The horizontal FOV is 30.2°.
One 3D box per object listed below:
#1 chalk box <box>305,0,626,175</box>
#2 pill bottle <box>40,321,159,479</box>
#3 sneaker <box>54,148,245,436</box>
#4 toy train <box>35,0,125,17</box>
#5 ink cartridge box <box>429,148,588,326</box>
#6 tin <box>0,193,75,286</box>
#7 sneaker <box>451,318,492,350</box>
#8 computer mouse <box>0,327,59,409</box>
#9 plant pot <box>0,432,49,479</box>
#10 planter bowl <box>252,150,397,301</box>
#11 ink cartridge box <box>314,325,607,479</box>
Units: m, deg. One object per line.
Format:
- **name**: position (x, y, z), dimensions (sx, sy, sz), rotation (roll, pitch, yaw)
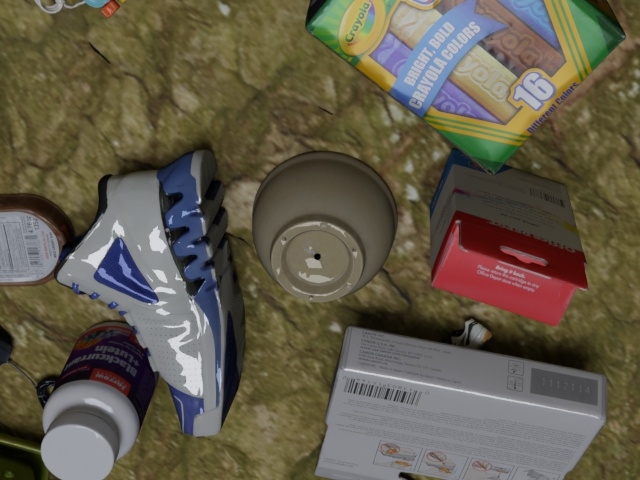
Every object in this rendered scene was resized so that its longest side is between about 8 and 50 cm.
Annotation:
- **chalk box**: position (0.106, -0.237, 1.096), dimensions (0.289, 0.180, 0.179), rotation (37, 114, -14)
- **pill bottle**: position (-0.249, 0.183, 1.334), dimensions (0.108, 0.193, 0.108), rotation (2, 117, 4)
- **sneaker**: position (-0.190, 0.053, 1.313), dimensions (0.182, 0.127, 0.315), rotation (-2, 110, 10)
- **toy train**: position (-0.230, -0.306, 1.169), dimensions (0.125, 0.046, 0.166), rotation (9, 114, 2)
- **ink cartridge box**: position (0.183, 0.003, 1.181), dimensions (0.134, 0.231, 0.078), rotation (18, 117, -4)
- **tin**: position (-0.375, 0.001, 1.343), dimensions (0.190, 0.040, 0.106), rotation (-2, 112, 6)
- **sneaker**: position (0.163, 0.122, 1.361), dimensions (0.037, 0.032, 0.083), rotation (45, 125, 15)
- **computer mouse**: position (-0.375, 0.157, 1.419), dimensions (0.242, 0.041, 0.071), rotation (42, 112, -16)
- **plant pot**: position (-0.452, 0.346, 1.428), dimensions (0.227, 0.207, 0.228), rotation (15, 118, -2)
- **planter bowl**: position (0.000, 0.000, 1.266), dimensions (0.162, 0.109, 0.162), rotation (2, 118, 5)
- **ink cartridge box**: position (0.153, 0.219, 1.389), dimensions (0.296, 0.066, 0.261), rotation (11, 143, 0)
